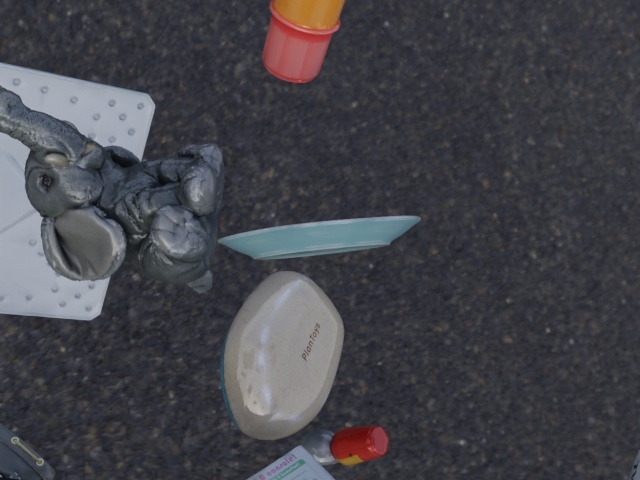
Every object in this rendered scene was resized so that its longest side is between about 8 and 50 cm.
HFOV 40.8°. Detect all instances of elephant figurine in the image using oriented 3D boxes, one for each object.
[{"bbox_3d":[-0.225,-0.045,0.885,0.239,0.169,0.186,8,91,-3],"label":"elephant figurine"}]

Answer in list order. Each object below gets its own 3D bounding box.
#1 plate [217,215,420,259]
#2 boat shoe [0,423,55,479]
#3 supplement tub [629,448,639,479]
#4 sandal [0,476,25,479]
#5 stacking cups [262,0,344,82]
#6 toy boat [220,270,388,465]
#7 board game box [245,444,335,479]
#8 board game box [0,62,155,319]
[{"bbox_3d":[0.000,0.000,0.790,0.188,0.188,0.024,-5,86,-33],"label":"plate"},{"bbox_3d":[-0.535,0.295,1.329,0.305,0.109,0.091,37,50,22],"label":"boat shoe"},{"bbox_3d":[0.286,0.315,0.602,0.193,0.193,0.316,26,76,-23],"label":"supplement tub"},{"bbox_3d":[-0.482,0.346,1.184,0.254,0.054,0.097,27,106,-33],"label":"sandal"},{"bbox_3d":[0.006,-0.301,0.812,0.096,0.316,0.096,14,41,-12],"label":"stacking cups"},{"bbox_3d":[-0.036,0.220,1.261,0.318,0.148,0.267,55,39,-21],"label":"toy boat"},{"bbox_3d":[-0.011,0.404,0.954,0.224,0.098,0.303,-22,53,-41],"label":"board game box"},{"bbox_3d":[-0.478,-0.074,1.256,0.389,0.050,0.390,8,114,-27],"label":"board game box"}]
